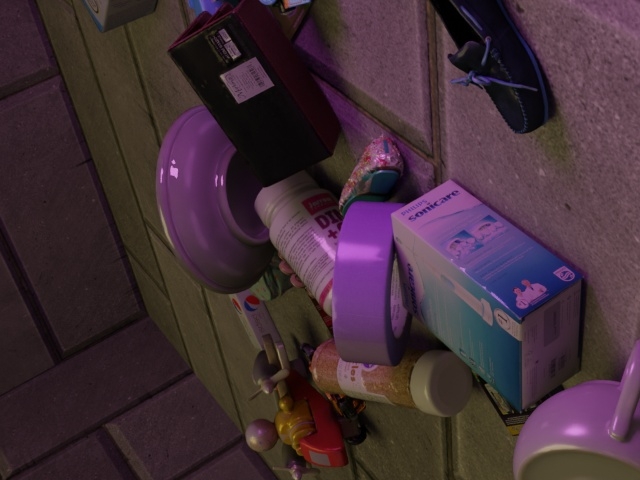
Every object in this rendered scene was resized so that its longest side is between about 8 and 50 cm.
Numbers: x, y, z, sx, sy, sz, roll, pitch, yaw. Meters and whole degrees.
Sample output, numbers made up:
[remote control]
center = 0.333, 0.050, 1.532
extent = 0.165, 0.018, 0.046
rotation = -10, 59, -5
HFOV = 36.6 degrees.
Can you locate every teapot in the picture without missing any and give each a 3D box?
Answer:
[teapot]
center = 0.396, 0.278, 1.332
extent = 0.256, 0.187, 0.252
rotation = -24, 116, 44

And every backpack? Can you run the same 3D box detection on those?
[backpack]
center = -0.135, 0.057, 2.371
extent = 0.152, 0.115, 0.182
rotation = 29, 146, 51

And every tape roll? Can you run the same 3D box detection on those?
[tape roll]
center = 0.096, 0.072, 1.632
extent = 0.090, 0.274, 0.274
rotation = 4, 134, 15

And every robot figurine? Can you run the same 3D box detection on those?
[robot figurine]
center = 0.038, 0.325, 2.259
extent = 0.211, 0.085, 0.291
rotation = 55, 175, 14

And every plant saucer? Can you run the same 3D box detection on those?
[plant saucer]
center = -0.175, -0.090, 2.008
extent = 0.101, 0.400, 0.400
rotation = -8, 115, 32

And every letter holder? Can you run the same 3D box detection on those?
[letter holder]
center = -0.099, -0.289, 1.740
extent = 0.152, 0.214, 0.301
rotation = -24, 114, 26

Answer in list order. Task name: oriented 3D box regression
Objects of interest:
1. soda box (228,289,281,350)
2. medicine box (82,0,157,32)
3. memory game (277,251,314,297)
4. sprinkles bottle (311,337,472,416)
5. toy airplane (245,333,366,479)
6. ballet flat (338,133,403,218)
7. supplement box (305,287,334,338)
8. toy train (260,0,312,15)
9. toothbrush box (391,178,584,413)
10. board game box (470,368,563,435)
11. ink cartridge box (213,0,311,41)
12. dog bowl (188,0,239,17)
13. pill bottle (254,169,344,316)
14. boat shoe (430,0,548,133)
[soda box]
center = -0.196, 0.204, 2.777
extent = 0.074, 0.069, 0.216
rotation = 7, 125, 65
[medicine box]
center = -0.489, -0.661, 2.204
extent = 0.263, 0.149, 0.289
rotation = 60, 161, 2
[memory game]
center = -0.003, 0.056, 1.990
extent = 0.186, 0.186, 0.012
rotation = 51, 129, 25
[sprinkles bottle]
center = 0.131, 0.263, 1.897
extent = 0.355, 0.121, 0.121
rotation = -1, 117, 52
[toy airplane]
center = -0.090, 0.448, 2.556
extent = 0.386, 0.273, 0.384
rotation = 58, 160, 7
[ballet flat]
center = 0.091, -0.110, 1.694
extent = 0.241, 0.091, 0.077
rotation = 130, 140, -64
[supplement box]
center = 0.053, 0.156, 2.116
extent = 0.239, 0.073, 0.130
rotation = 61, 160, 2
[toy train]
center = -0.057, -0.454, 1.538
extent = 0.105, 0.080, 0.184
rotation = -6, 108, 33
[toothbrush box]
center = 0.249, 0.080, 1.474
extent = 0.295, 0.126, 0.216
rotation = 41, 153, 42
[board game box]
center = 0.337, 0.250, 1.607
extent = 0.141, 0.048, 0.170
rotation = 58, 159, 3
[ink cartridge box]
center = -0.132, -0.474, 1.684
extent = 0.255, 0.097, 0.189
rotation = 60, 159, 4
[dog bowl]
center = -0.197, -0.393, 1.917
extent = 0.166, 0.074, 0.297
rotation = -124, 23, -54
[pill bottle]
center = 0.000, 0.000, 1.908
extent = 0.283, 0.160, 0.160
rotation = 51, 157, 25
[boat shoe]
center = 0.194, -0.244, 1.227
extent = 0.258, 0.089, 0.109
rotation = 60, 160, 1
